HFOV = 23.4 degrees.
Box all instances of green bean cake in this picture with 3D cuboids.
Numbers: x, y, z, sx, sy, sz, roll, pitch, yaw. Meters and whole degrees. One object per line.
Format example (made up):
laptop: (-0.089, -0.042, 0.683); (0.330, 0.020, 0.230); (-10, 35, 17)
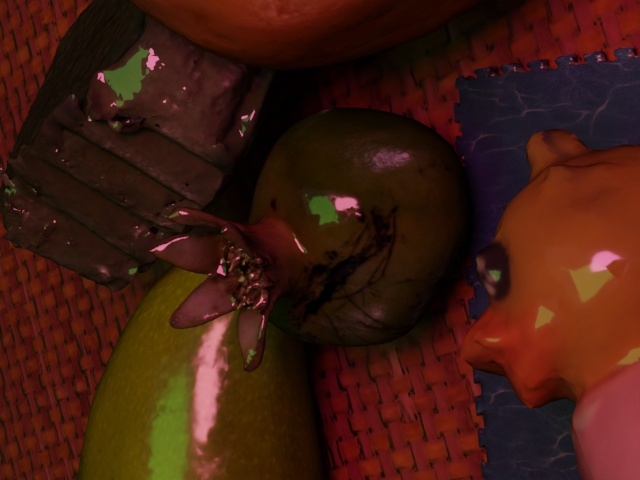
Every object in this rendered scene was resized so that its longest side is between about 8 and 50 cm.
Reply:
green bean cake: (-0.106, -0.102, 1.004); (0.227, 0.125, 0.222); (-48, 19, 42)

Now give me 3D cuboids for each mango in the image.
mango: (-0.079, 0.163, 1.048); (0.192, 0.156, 0.343); (20, 107, 41)

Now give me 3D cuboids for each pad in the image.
pad: (0.183, 0.024, 0.860); (0.270, 0.012, 0.268); (-4, 92, 47)

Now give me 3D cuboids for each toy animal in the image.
toy animal: (0.177, 0.060, 0.754); (0.169, 0.195, 0.281); (-37, 67, -1)

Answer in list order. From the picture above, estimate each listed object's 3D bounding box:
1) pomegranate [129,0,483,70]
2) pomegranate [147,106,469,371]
pomegranate: (-0.010, -0.268, 0.816); (0.343, 0.343, 0.342); (7, 100, 46)
pomegranate: (0.000, 0.000, 0.917); (0.131, 0.191, 0.152); (38, 124, 33)
